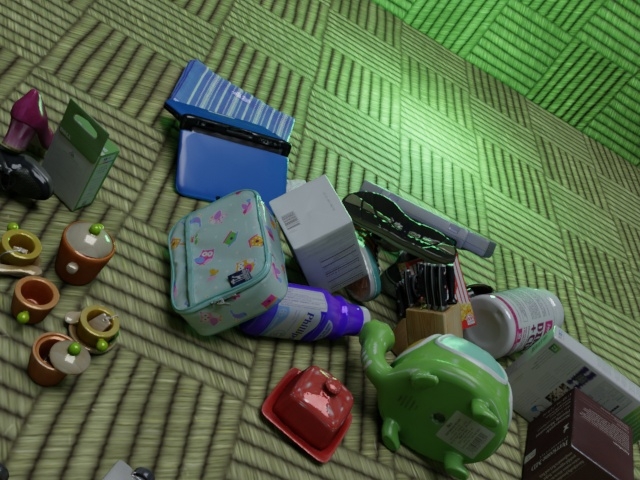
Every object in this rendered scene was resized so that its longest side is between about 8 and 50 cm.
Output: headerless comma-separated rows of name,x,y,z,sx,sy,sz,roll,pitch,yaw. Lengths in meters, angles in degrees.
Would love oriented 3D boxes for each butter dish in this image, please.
butter dish,-0.001,0.298,1.443,0.160,0.118,0.160,39,33,3

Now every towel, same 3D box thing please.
towel,-0.228,-0.346,2.076,0.336,0.040,0.243,29,36,-13

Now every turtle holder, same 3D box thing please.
turtle holder,0.227,0.302,1.567,0.320,0.243,0.227,7,30,21

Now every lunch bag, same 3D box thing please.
lunch bag,-0.187,0.041,1.501,0.279,0.224,0.108,-103,167,-47

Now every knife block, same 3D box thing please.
knife block,0.266,0.185,1.708,0.275,0.242,0.088,48,36,15

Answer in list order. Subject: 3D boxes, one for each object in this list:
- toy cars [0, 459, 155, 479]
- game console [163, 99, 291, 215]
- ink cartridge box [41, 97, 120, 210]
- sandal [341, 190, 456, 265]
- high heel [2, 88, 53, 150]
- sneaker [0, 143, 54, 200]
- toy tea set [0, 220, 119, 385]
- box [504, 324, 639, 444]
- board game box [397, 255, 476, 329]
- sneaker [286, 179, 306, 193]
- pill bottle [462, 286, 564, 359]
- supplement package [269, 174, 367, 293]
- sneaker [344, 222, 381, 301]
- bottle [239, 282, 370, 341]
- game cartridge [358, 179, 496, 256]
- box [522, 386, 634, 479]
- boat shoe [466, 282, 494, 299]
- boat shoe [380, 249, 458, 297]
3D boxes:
toy cars,-0.339,0.393,1.060,0.394,0.087,0.176,15,44,-34
game console,-0.235,-0.202,1.884,0.293,0.173,0.250,12,16,-33
ink cartridge box,-0.460,-0.169,1.500,0.109,0.209,0.062,44,35,9
sandal,0.171,-0.012,1.818,0.303,0.086,0.120,34,44,14
high heel,-0.554,-0.243,1.520,0.082,0.117,0.244,28,7,-6
sneaker,-0.611,-0.125,1.426,0.227,0.087,0.130,32,36,-2
toy tea set,-0.424,0.083,1.309,0.200,0.124,0.336,3,46,-40
box,0.591,0.369,1.795,0.322,0.232,0.058,38,35,-1
board game box,0.276,0.128,1.843,0.147,0.045,0.193,-16,90,-27
sneaker,-0.067,-0.099,1.925,0.061,0.053,0.152,9,38,-13
pill bottle,0.488,0.202,1.963,0.283,0.160,0.160,-6,53,-45
supplement package,0.000,0.000,1.671,0.139,0.134,0.244,61,-5,32
sneaker,0.101,0.024,1.870,0.121,0.108,0.302,8,42,-30
bottle,-0.027,0.151,1.595,0.283,0.118,0.092,12,41,-33
game cartridge,0.280,-0.050,2.021,0.355,0.068,0.230,28,10,16
box,0.566,0.472,1.705,0.167,0.168,0.203,37,33,-1
boat shoe,0.352,0.147,1.982,0.233,0.079,0.084,-1,51,-41
boat shoe,0.282,0.055,1.988,0.121,0.119,0.335,46,35,13
